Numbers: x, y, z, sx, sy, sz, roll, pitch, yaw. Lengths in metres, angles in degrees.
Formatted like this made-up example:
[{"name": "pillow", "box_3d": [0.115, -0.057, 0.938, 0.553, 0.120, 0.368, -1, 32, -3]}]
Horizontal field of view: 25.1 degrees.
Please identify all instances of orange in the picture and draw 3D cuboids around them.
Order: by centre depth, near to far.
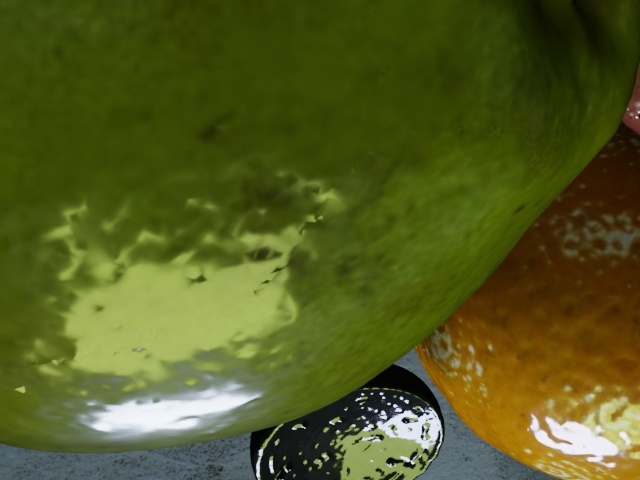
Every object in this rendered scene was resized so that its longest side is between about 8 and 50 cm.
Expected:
[{"name": "orange", "box_3d": [0.268, 0.039, 1.243, 0.423, 0.326, 0.424, 4, -155, -2]}]

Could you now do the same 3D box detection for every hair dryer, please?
[{"name": "hair dryer", "box_3d": [-0.012, 0.013, 1.159, 0.155, 0.320, 0.284, -11, 144, -8]}]

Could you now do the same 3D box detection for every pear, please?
[{"name": "pear", "box_3d": [-0.084, -0.075, 0.586, 0.413, 0.352, 0.352, 0, 175, 33]}]

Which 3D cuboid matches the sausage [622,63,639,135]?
[{"name": "sausage", "box_3d": [0.282, -0.127, 0.998, 0.152, 0.152, 0.279, -12, 166, 35]}]
